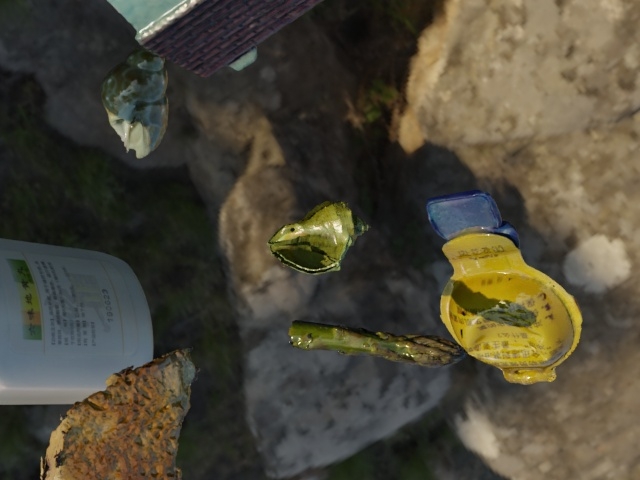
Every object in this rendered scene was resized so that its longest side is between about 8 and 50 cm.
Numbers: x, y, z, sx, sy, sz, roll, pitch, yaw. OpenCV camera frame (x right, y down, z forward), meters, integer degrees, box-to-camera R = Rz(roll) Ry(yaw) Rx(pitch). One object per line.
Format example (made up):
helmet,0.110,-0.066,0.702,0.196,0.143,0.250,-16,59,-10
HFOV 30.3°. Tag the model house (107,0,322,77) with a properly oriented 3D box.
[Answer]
model house,-0.111,-0.372,1.564,0.280,0.230,0.249,-28,132,24

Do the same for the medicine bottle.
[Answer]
medicine bottle,-0.342,0.091,1.326,0.124,0.179,0.324,-25,161,30

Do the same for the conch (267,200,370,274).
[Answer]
conch,0.000,0.000,1.360,0.121,0.089,0.074,-13,130,-4

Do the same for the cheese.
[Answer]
cheese,0.186,0.052,1.228,0.156,0.250,0.064,-7,-146,30

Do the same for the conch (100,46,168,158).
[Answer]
conch,-0.289,-0.220,1.872,0.106,0.173,0.116,-22,-169,-22

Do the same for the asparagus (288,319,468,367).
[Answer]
asparagus,0.053,0.095,1.070,0.165,0.030,0.036,8,156,-8

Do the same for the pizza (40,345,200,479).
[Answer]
pizza,-0.178,0.195,1.017,0.147,0.226,0.069,16,157,-38
